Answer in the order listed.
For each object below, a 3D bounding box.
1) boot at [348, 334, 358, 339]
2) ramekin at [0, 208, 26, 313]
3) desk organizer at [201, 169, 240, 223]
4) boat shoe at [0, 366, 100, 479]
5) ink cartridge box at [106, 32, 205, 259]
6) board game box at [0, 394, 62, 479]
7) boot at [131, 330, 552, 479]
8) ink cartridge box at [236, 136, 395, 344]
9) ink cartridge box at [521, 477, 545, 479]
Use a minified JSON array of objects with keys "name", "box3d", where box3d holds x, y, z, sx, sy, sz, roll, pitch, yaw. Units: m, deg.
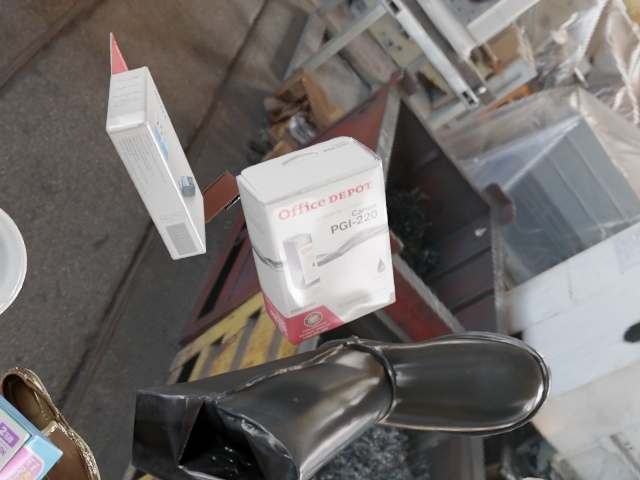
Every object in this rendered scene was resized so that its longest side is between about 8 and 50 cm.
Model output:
[{"name":"boot","box3d":[0.009,0.264,1.307,0.118,0.222,0.338,41,1,3]},{"name":"ramekin","box3d":[-0.755,0.041,1.468,0.277,0.135,0.277,0,91,-36]},{"name":"desk organizer","box3d":[-0.207,-0.075,1.414,0.050,0.047,0.130,40,52,2]},{"name":"boat shoe","box3d":[-0.446,0.320,1.168,0.095,0.095,0.257,-35,82,-22]},{"name":"ink cartridge box","box3d":[-0.267,-0.159,1.202,0.296,0.066,0.261,76,1,-49]},{"name":"board game box","box3d":[-0.498,0.310,0.860,0.242,0.316,0.064,27,-23,32]},{"name":"boot","box3d":[0.053,0.198,0.873,0.445,0.367,0.146,7,78,-62]},{"name":"ink cartridge box","box3d":[0.000,0.000,0.906,0.092,0.159,0.217,44,-29,53]},{"name":"ink cartridge box","box3d":[0.285,0.373,0.886,0.135,0.056,0.099,42,71,2]}]
